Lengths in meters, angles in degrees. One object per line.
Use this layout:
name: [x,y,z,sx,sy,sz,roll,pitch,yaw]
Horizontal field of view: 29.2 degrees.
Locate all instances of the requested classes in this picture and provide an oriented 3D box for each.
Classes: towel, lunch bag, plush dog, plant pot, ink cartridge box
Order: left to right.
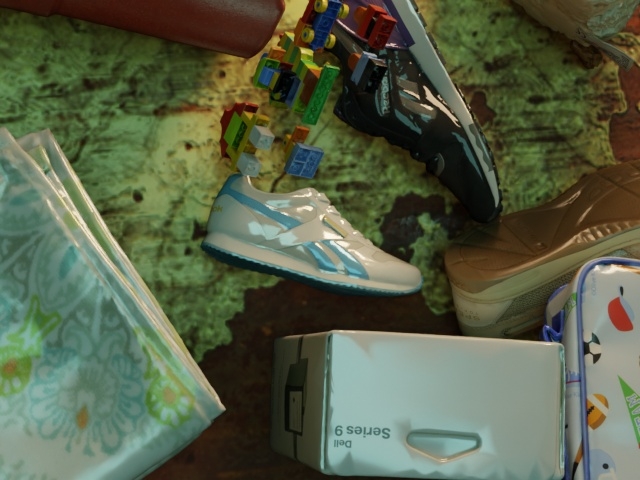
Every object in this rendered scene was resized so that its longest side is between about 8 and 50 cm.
towel: [-0.313,0.120,1.042,0.374,0.090,0.321,-34,84,-8]
plant pot: [-0.158,-0.306,1.162,0.265,0.272,0.272,17,81,-17]
ink cartridge box: [0.078,0.148,1.133,0.211,0.289,0.122,3,84,-11]
plush dog: [0.307,-0.322,1.283,0.225,0.262,0.210,-51,128,-2]
lunch bag: [0.321,0.160,1.154,0.243,0.115,0.303,4,69,-7]

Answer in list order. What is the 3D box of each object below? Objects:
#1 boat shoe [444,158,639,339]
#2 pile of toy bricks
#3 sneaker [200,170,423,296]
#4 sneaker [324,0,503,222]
boat shoe: [0.292,0.008,1.290,0.341,0.122,0.110,-18,125,-8]
pile of toy bricks: [-0.021,-0.167,1.211,0.118,0.105,0.212,9,119,-35]
sneaker: [0.000,0.000,1.238,0.228,0.087,0.092,17,79,-11]
sneaker: [0.084,-0.131,1.274,0.124,0.107,0.283,-28,86,2]
